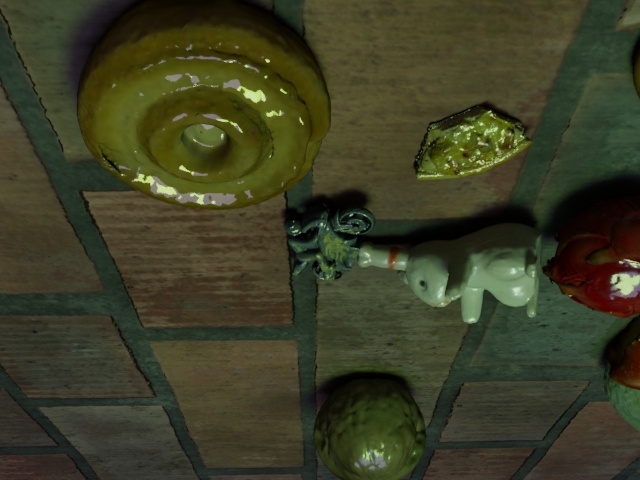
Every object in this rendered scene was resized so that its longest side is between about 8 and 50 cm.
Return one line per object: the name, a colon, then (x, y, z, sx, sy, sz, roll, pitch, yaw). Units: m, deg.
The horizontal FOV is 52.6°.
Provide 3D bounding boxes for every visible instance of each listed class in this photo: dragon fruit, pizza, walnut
dragon fruit: (0.433, 0.023, 0.928, 0.209, 0.172, 0.172, -34, 134, 17)
pizza: (0.191, -0.120, 0.841, 0.160, 0.035, 0.099, -18, 140, 21)
walnut: (0.110, 0.427, 1.422, 0.248, 0.248, 0.248, -1, 143, 0)

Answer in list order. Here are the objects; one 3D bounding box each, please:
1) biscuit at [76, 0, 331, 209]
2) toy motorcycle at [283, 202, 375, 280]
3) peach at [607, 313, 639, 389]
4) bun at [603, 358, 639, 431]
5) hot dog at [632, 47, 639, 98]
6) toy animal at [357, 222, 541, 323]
biscuit: (-0.134, -0.139, 0.759, 0.296, 0.102, 0.296, -2, 142, -2)
toy motorcycle: (0.000, 0.000, 0.979, 0.124, 0.061, 0.193, 17, 143, -9)
peach: (0.601, 0.124, 0.926, 0.362, 0.201, 0.258, -45, 172, 5)
bun: (0.740, 0.280, 1.251, 0.362, 0.211, 0.362, 1, 143, 1)
hot dog: (0.413, -0.186, 0.744, 0.090, 0.060, 0.140, -26, 130, 36)
toy animal: (0.202, 0.055, 0.994, 0.283, 0.138, 0.140, -12, 147, 16)
